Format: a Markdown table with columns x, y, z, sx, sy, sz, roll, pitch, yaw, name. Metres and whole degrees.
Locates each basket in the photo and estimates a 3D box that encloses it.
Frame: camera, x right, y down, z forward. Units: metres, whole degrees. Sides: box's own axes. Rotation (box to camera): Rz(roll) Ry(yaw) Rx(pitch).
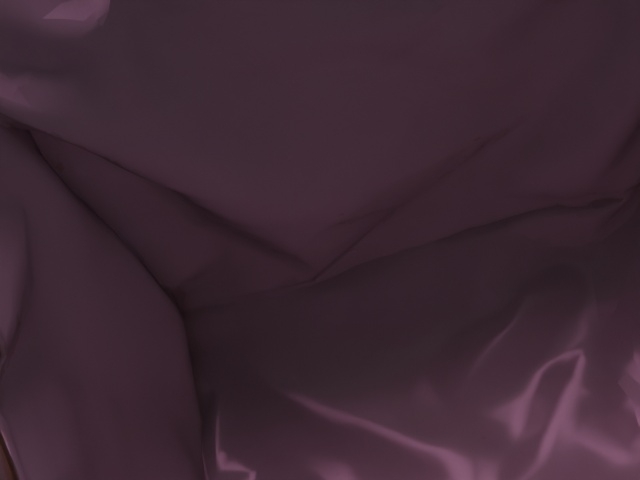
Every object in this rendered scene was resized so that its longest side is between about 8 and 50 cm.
| x | y | z | sx | sy | sz | roll | pitch | yaw | name |
| --- | --- | --- | --- | --- | --- | --- | --- | --- | --- |
| 0.042 | 0.061 | 0.613 | 0.331 | 0.266 | 0.328 | -18 | 63 | 9 | basket |
